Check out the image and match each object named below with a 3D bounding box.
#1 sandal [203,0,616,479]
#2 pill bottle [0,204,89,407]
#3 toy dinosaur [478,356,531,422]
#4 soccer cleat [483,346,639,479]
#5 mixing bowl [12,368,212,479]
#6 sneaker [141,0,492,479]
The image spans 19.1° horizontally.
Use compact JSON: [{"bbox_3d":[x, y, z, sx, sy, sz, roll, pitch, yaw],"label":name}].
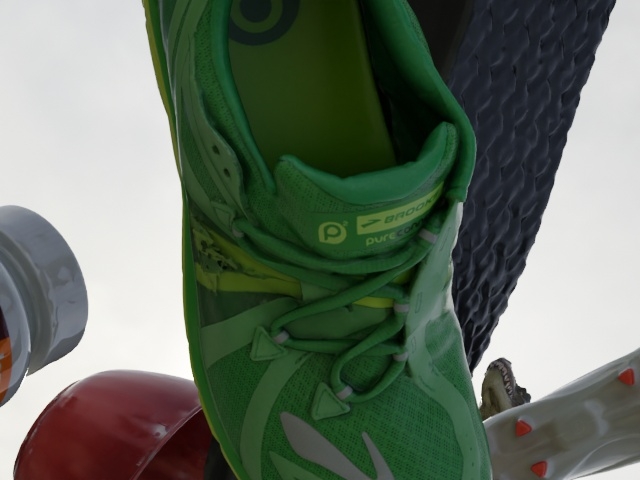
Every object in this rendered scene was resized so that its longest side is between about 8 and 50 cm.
[{"bbox_3d":[0.046,-0.046,1.006,0.107,0.446,0.167,20,-6,39],"label":"sandal"},{"bbox_3d":[-0.242,0.059,1.071,0.121,0.221,0.121,17,-62,35],"label":"pill bottle"},{"bbox_3d":[0.063,0.202,1.146,0.064,0.118,0.268,30,-69,4],"label":"toy dinosaur"},{"bbox_3d":[0.167,0.094,1.042,0.076,0.196,0.068,-3,74,-75],"label":"soccer cleat"},{"bbox_3d":[-0.141,0.155,1.269,0.098,0.181,0.181,30,-36,18],"label":"mixing bowl"},{"bbox_3d":[0.000,0.000,0.702,0.123,0.109,0.296,-151,-136,-73],"label":"sneaker"}]
